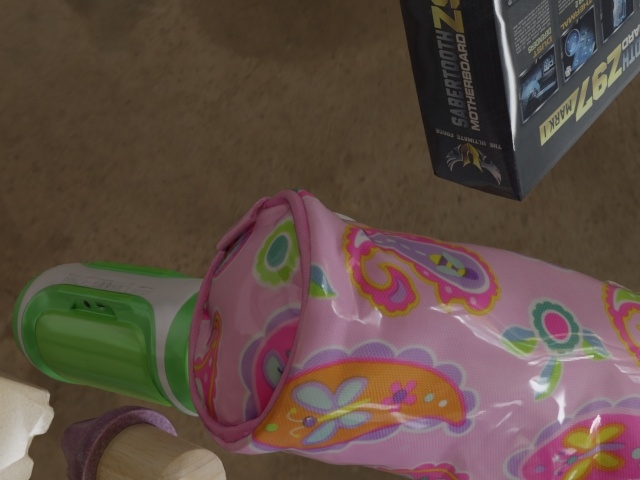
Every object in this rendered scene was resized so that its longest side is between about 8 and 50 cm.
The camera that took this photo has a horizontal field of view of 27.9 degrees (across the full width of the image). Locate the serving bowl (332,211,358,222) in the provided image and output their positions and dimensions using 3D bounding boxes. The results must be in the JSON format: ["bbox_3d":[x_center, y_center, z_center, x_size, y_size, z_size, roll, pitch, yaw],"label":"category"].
[{"bbox_3d":[0.000,0.000,1.216,0.083,0.083,0.027,10,115,2],"label":"serving bowl"}]

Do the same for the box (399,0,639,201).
[{"bbox_3d":[0.128,-0.160,0.635,0.059,0.232,0.183,20,142,37],"label":"box"}]

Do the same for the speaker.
[{"bbox_3d":[-0.179,0.091,1.251,0.296,0.131,0.131,6,116,47],"label":"speaker"}]

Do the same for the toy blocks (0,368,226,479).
[{"bbox_3d":[-0.238,0.149,0.559,0.309,0.260,0.289,28,80,-45],"label":"toy blocks"}]

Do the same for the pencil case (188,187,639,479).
[{"bbox_3d":[0.084,0.059,0.602,0.284,0.124,0.124,13,112,-26],"label":"pencil case"}]
